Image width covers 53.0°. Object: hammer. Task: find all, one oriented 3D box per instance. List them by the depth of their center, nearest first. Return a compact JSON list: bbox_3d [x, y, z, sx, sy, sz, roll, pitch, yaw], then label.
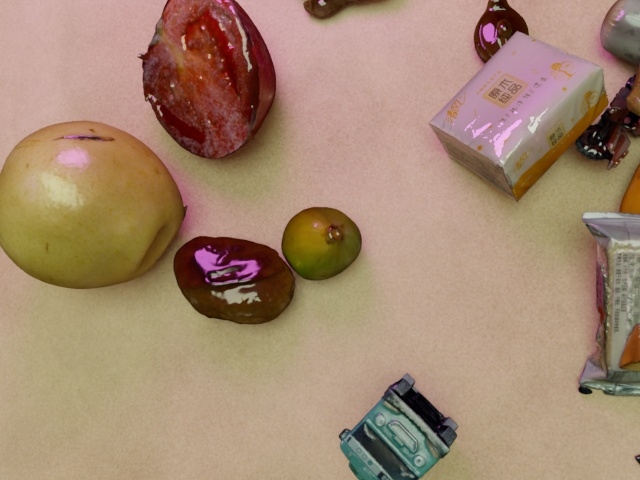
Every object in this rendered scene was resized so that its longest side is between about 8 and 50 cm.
[{"bbox_3d":[0.540,-0.288,1.039,0.202,0.113,0.305,24,49,16],"label":"hammer"}]

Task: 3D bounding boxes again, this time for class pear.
[{"bbox_3d":[-0.407,-0.056,1.142,0.309,0.309,0.309,-2,80,10],"label":"pear"}]

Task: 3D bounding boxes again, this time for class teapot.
[{"bbox_3d":[0.330,-0.379,1.169,0.098,0.078,0.129,-5,79,9],"label":"teapot"}]

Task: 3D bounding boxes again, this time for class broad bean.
[{"bbox_3d":[-0.156,0.069,1.158,0.228,0.122,0.156,15,57,7],"label":"broad bean"}]

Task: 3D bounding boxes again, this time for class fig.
[{"bbox_3d":[0.002,0.004,1.143,0.153,0.120,0.136,-11,68,32],"label":"fig"}]

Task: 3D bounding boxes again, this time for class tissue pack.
[{"bbox_3d":[0.335,-0.213,1.088,0.225,0.124,0.185,-46,47,0],"label":"tissue pack"}]

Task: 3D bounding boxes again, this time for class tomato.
[{"bbox_3d":[-0.180,-0.317,1.210,0.309,0.170,0.309,13,115,29],"label":"tomato"}]

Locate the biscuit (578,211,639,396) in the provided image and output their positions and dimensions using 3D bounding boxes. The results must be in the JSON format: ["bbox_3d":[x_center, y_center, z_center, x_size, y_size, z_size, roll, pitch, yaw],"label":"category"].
[{"bbox_3d":[0.506,0.105,1.017,0.186,0.079,0.309,-2,103,14],"label":"biscuit"}]

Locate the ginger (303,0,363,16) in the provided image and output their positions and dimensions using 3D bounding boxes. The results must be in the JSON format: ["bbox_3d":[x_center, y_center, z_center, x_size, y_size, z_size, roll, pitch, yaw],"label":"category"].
[{"bbox_3d":[-0.011,-0.548,1.267,0.333,0.080,0.166,40,104,8],"label":"ginger"}]

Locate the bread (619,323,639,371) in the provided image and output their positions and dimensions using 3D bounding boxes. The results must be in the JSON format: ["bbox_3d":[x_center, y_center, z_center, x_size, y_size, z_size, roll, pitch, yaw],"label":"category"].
[{"bbox_3d":[0.508,0.179,0.940,0.084,0.109,0.080,13,101,1],"label":"bread"}]

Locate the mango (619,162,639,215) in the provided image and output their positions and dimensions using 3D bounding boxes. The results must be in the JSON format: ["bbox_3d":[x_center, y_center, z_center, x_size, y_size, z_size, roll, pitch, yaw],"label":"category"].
[{"bbox_3d":[0.580,-0.095,1.049,0.112,0.145,0.219,32,105,-19],"label":"mango"}]

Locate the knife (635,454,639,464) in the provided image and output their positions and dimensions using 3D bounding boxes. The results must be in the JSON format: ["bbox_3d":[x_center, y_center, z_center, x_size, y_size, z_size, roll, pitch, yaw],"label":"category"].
[{"bbox_3d":[0.575,0.402,1.020,0.170,0.010,0.023,43,95,13],"label":"knife"}]

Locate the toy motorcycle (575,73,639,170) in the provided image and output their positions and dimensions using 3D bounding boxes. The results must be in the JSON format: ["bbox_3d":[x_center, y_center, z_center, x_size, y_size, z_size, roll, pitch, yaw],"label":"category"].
[{"bbox_3d":[0.535,-0.199,1.091,0.118,0.084,0.212,41,74,18],"label":"toy motorcycle"}]

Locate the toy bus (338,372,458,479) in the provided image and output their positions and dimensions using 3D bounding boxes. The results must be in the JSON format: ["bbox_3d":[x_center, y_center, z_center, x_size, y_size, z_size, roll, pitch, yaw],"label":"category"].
[{"bbox_3d":[0.123,0.302,0.995,0.128,0.256,0.147,44,93,15],"label":"toy bus"}]
